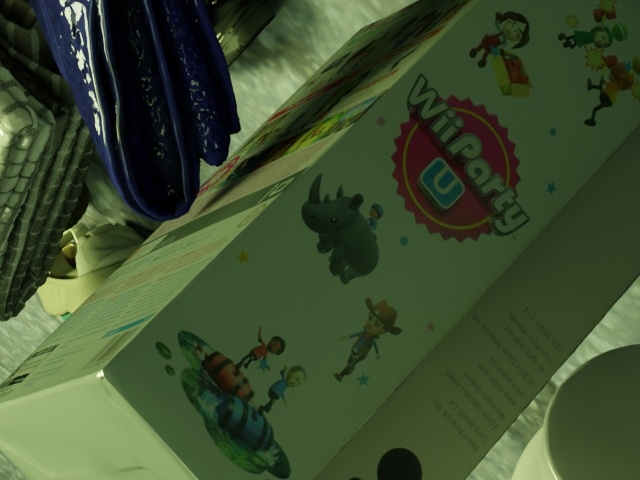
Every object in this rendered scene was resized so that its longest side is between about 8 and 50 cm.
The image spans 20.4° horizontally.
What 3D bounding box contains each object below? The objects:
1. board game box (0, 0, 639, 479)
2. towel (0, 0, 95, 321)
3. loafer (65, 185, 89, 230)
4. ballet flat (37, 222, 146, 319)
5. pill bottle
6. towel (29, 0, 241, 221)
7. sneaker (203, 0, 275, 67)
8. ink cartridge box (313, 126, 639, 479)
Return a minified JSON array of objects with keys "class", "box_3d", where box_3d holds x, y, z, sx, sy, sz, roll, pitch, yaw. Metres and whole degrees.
[{"class":"board game box","box_3d":[0.000,0.000,0.813,0.097,0.303,0.224,48,157,-11]},{"class":"towel","box_3d":[-0.276,-0.094,1.286,0.235,0.121,0.283,47,137,17]},{"class":"loafer","box_3d":[-0.231,-0.063,1.405,0.050,0.056,0.148,24,149,29]},{"class":"ballet flat","box_3d":[-0.181,0.025,1.449,0.086,0.086,0.248,52,157,-15]},{"class":"pill bottle","box_3d":[0.181,0.178,0.994,0.152,0.152,0.272,33,154,27]},{"class":"towel","box_3d":[-0.118,-0.175,0.881,0.308,0.076,0.227,-122,17,-55]},{"class":"sneaker","box_3d":[-0.092,-0.134,1.066,0.089,0.051,0.170,44,160,-9]},{"class":"ink cartridge box","box_3d":[0.032,0.071,0.839,0.065,0.333,0.165,50,158,-10]}]
